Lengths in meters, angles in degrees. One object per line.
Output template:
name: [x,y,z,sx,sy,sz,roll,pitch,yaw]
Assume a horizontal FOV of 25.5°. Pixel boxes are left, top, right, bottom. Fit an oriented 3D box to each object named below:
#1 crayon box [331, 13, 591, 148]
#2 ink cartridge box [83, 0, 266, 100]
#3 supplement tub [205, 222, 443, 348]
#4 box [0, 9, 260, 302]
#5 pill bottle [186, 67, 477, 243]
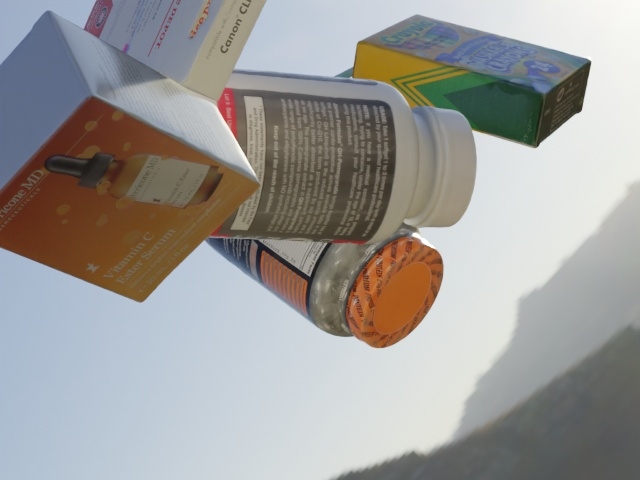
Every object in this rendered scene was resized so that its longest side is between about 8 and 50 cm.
crayon box: [0.184,-0.230,1.942,0.203,0.323,0.083,-36,-42,-56]
ink cartridge box: [-0.112,-0.189,1.176,0.067,0.198,0.115,22,-85,-37]
supplement tub: [0.000,0.000,1.885,0.193,0.316,0.194,-32,-40,-31]
box: [-0.151,-0.051,0.956,0.130,0.091,0.170,-44,-38,17]
pill bottle: [-0.005,-0.085,1.489,0.318,0.176,0.176,3,-34,-21]
